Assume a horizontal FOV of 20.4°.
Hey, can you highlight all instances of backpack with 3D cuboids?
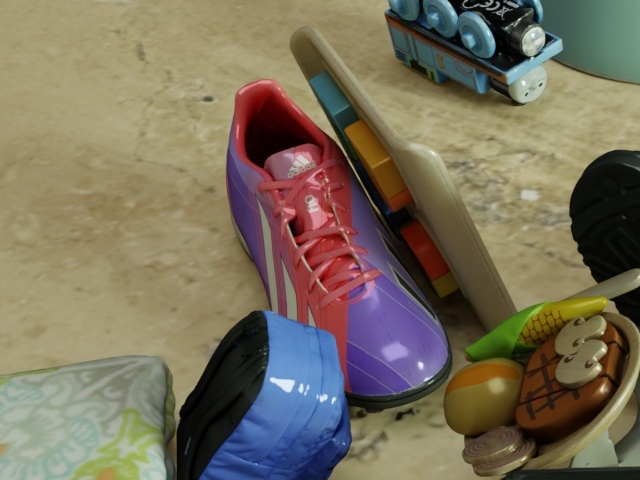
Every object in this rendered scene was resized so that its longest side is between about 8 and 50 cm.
[{"bbox_3d":[-0.030,0.106,1.118,0.101,0.120,0.098,16,32,-22],"label":"backpack"}]

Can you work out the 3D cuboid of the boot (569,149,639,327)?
[{"bbox_3d":[0.283,-0.006,1.154,0.094,0.246,0.207,-35,13,45],"label":"boot"}]

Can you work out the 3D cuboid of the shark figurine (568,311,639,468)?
[{"bbox_3d":[0.166,0.128,1.068,0.166,0.116,0.278,18,45,31],"label":"shark figurine"}]

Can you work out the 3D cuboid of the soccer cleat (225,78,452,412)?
[{"bbox_3d":[0.000,0.000,1.272,0.109,0.116,0.318,-18,36,-10],"label":"soccer cleat"}]

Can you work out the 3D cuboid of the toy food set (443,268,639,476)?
[{"bbox_3d":[0.125,0.084,1.031,0.132,0.038,0.192,-28,27,30],"label":"toy food set"}]

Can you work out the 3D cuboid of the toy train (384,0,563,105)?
[{"bbox_3d":[0.127,-0.178,1.505,0.080,0.105,0.184,-36,42,-19],"label":"toy train"}]

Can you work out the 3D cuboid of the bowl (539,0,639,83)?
[{"bbox_3d":[0.321,-0.282,1.563,0.312,0.163,0.311,-6,36,5],"label":"bowl"}]

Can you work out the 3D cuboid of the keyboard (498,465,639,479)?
[{"bbox_3d":[0.233,0.181,0.846,0.317,0.033,0.201,-3,35,13],"label":"keyboard"}]

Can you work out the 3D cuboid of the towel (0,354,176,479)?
[{"bbox_3d":[-0.245,0.216,1.055,0.321,0.090,0.374,-6,35,-1],"label":"towel"}]

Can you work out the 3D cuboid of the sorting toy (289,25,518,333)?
[{"bbox_3d":[0.053,-0.038,1.258,0.038,0.193,0.208,-34,38,-5],"label":"sorting toy"}]
